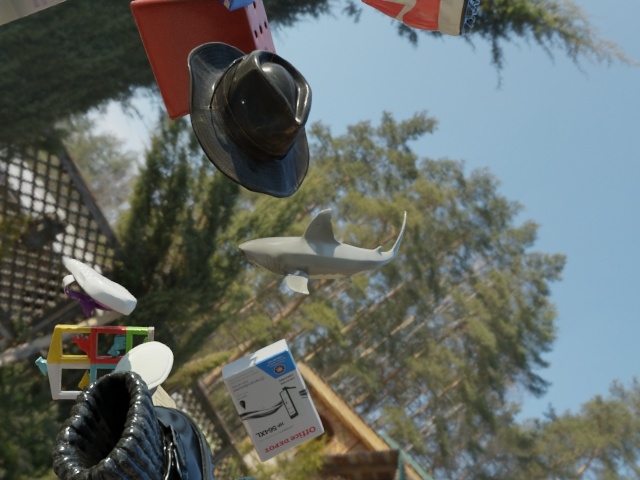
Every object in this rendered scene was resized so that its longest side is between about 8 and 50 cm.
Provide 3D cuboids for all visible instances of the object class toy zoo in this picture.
[{"bbox_3d":[-0.588,0.319,1.792,0.030,0.293,0.192,-153,-114,-79],"label":"toy zoo"}]

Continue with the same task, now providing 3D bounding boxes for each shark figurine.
[{"bbox_3d":[0.028,0.004,1.044,0.166,0.278,0.116,-136,-132,-65],"label":"shark figurine"}]

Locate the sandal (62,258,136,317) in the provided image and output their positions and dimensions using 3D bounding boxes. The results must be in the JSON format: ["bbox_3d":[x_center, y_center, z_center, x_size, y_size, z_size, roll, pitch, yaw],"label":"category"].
[{"bbox_3d":[-0.540,0.126,1.619,0.169,0.102,0.416,36,-12,-18],"label":"sandal"}]

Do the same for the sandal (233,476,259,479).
[{"bbox_3d":[-0.110,0.636,1.527,0.303,0.120,0.086,47,2,-32],"label":"sandal"}]

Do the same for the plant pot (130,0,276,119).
[{"bbox_3d":[-0.247,-0.467,1.605,0.267,0.235,0.267,-75,152,-62],"label":"plant pot"}]

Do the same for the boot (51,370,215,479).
[{"bbox_3d":[-0.248,0.273,0.935,0.260,0.131,0.348,63,-12,-29],"label":"boot"}]

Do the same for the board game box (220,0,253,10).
[{"bbox_3d":[-0.128,-0.434,0.886,0.160,0.047,0.210,47,-37,12],"label":"board game box"}]

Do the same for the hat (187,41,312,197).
[{"bbox_3d":[-0.091,-0.248,1.265,0.134,0.331,0.331,-28,-81,34],"label":"hat"}]

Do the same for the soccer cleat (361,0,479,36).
[{"bbox_3d":[0.134,-0.321,0.781,0.116,0.318,0.109,13,-52,10],"label":"soccer cleat"}]

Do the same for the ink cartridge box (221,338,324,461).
[{"bbox_3d":[-0.098,0.333,1.435,0.086,0.148,0.203,-141,-153,-78],"label":"ink cartridge box"}]

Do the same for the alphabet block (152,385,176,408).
[{"bbox_3d":[-0.521,0.515,1.937,0.193,0.192,0.197,62,-4,-30],"label":"alphabet block"}]

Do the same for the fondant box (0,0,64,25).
[{"bbox_3d":[-0.537,-0.372,0.894,0.096,0.330,0.238,58,-14,26],"label":"fondant box"}]

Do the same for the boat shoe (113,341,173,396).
[{"bbox_3d":[-0.437,0.347,1.557,0.109,0.305,0.091,31,-56,0],"label":"boat shoe"}]
